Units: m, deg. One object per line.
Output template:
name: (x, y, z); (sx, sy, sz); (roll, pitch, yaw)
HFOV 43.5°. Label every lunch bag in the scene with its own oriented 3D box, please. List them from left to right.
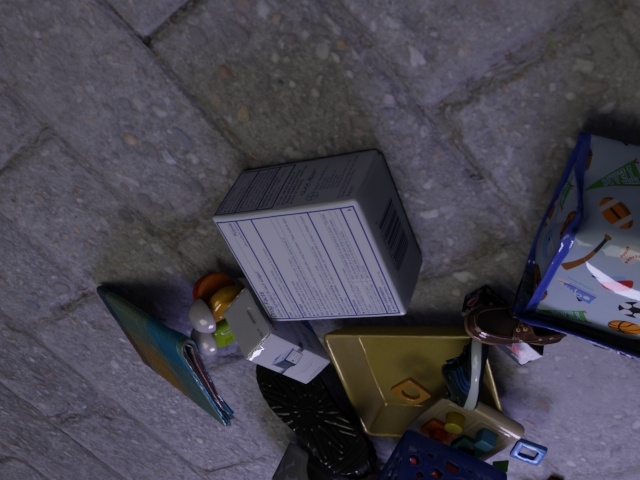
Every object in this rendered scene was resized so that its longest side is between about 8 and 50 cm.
lunch bag: (0.492, 0.059, 1.242); (0.327, 0.239, 0.385); (17, 151, 8)

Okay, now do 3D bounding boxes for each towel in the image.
towel: (-0.351, 0.250, 1.808); (0.370, 0.040, 0.271); (23, 145, 45)

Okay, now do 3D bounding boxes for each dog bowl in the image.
dog bowl: (0.027, 0.644, 1.958); (0.349, 0.102, 0.349); (37, 164, 12)

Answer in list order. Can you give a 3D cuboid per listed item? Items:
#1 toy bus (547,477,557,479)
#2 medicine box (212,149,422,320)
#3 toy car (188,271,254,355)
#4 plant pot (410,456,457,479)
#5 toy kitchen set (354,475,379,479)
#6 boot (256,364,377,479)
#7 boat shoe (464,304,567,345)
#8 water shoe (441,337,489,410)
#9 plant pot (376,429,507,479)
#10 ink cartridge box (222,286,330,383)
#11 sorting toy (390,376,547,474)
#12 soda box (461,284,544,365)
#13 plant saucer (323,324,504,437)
toy bus: (0.541, 0.652, 1.856); (0.191, 0.104, 0.202); (41, 134, -16)
medicine box: (0.000, 0.000, 1.449); (0.289, 0.149, 0.263); (-5, 128, 28)
toy car: (-0.216, 0.143, 1.700); (0.136, 0.159, 0.182); (43, 146, 33)
plant pot: (0.246, 0.558, 1.846); (0.191, 0.174, 0.191); (13, 135, 13)
toy kitchen set: (0.134, 0.575, 2.015); (0.083, 0.075, 0.068); (6, 156, -42)
boot: (-0.008, 0.403, 1.845); (0.348, 0.131, 0.260); (53, 177, 17)
boat shoe: (0.360, 0.149, 1.445); (0.207, 0.073, 0.073); (4, 161, -26)
water shoe: (0.265, 0.247, 1.507); (0.080, 0.073, 0.203); (14, 133, 18)
plant pot: (0.223, 0.565, 1.617); (0.236, 0.212, 0.236); (23, 116, 1)
ink cartridge box: (-0.087, 0.192, 1.619); (0.082, 0.140, 0.190); (-47, 135, 14)
sorting toy: (0.292, 0.401, 1.658); (0.347, 0.047, 0.196); (29, 136, -4)
soda box: (0.347, 0.162, 1.518); (0.169, 0.053, 0.060); (39, 134, -15)
plant saucer: (0.210, 0.284, 1.674); (0.332, 0.081, 0.333); (-2, 130, 25)
